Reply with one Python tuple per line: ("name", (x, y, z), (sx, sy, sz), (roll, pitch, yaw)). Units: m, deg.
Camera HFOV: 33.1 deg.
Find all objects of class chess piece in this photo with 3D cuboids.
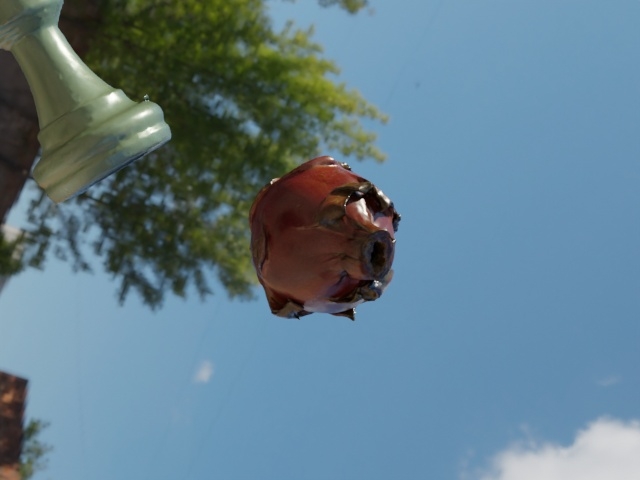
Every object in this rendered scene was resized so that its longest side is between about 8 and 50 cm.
("chess piece", (-0.352, -0.218, 1.438), (0.194, 0.299, 0.194), (-30, -172, 5))

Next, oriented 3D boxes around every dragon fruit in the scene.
("dragon fruit", (0.001, 0.002, 1.615), (0.250, 0.250, 0.315), (-60, -146, 19))
